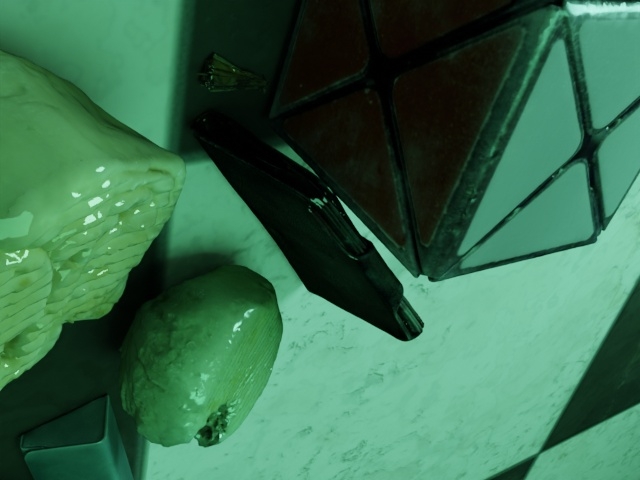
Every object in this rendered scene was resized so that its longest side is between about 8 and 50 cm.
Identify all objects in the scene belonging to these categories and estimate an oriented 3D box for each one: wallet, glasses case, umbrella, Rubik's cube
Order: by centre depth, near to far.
[{"bbox_3d":[0.142,-0.151,0.735,0.260,0.259,0.255,-11,136,-40],"label":"Rubik's cube"},{"bbox_3d":[-0.076,-0.142,0.740,0.083,0.020,0.031,1,88,-43],"label":"umbrella"},{"bbox_3d":[0.000,0.000,0.831,0.045,0.172,0.318,-52,145,-12],"label":"wallet"},{"bbox_3d":[-0.263,0.295,0.986,0.105,0.056,0.266,-25,141,-23],"label":"glasses case"}]

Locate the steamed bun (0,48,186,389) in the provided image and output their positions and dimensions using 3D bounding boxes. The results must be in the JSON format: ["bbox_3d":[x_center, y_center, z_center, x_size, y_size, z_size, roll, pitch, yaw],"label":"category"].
[{"bbox_3d":[-0.268,0.001,0.564,0.289,0.203,0.276,-50,169,14],"label":"steamed bun"}]

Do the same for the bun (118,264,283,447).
[{"bbox_3d":[-0.129,0.119,0.868,0.204,0.126,0.212,-51,159,-34],"label":"bun"}]
